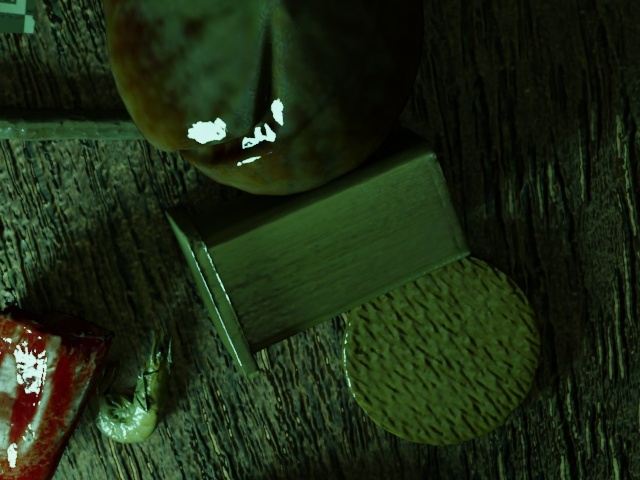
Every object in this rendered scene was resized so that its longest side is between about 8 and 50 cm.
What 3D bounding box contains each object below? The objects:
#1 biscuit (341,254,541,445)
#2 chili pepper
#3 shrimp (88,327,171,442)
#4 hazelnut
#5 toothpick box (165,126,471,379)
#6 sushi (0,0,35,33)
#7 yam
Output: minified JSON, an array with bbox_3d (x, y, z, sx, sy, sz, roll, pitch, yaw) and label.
[{"bbox_3d":[0.154,0.137,1.720,0.261,0.037,0.262,-2,104,-8],"label":"biscuit"},{"bbox_3d":[-0.356,0.198,1.626,0.144,0.136,0.253,11,102,-46],"label":"chili pepper"},{"bbox_3d":[-0.236,0.177,1.684,0.095,0.045,0.163,18,107,10],"label":"shrimp"},{"bbox_3d":[-0.068,-0.252,1.444,0.359,0.359,0.410,-7,87,-6],"label":"hazelnut"},{"bbox_3d":[0.000,0.000,1.599,0.308,0.190,0.188,-24,105,-6],"label":"toothpick box"},{"bbox_3d":[-0.431,-0.334,1.520,0.215,0.050,0.192,-1,107,-12],"label":"sushi"},{"bbox_3d":[-0.355,-0.141,1.582,0.326,0.045,0.045,1,72,-9],"label":"yam"}]
